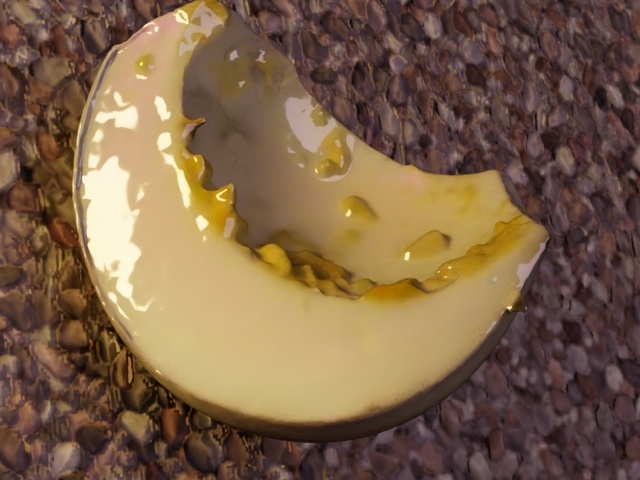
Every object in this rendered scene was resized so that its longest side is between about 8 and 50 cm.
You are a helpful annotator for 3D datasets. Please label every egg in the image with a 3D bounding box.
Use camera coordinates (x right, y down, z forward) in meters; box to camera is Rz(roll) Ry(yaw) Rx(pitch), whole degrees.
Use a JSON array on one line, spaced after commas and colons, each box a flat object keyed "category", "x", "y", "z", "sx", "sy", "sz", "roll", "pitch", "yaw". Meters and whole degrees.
[{"category": "egg", "x": -0.014, "y": 0.013, "z": 0.976, "sx": 0.271, "sy": 0.162, "sz": 0.206, "roll": 27, "pitch": 80, "yaw": 12}]
